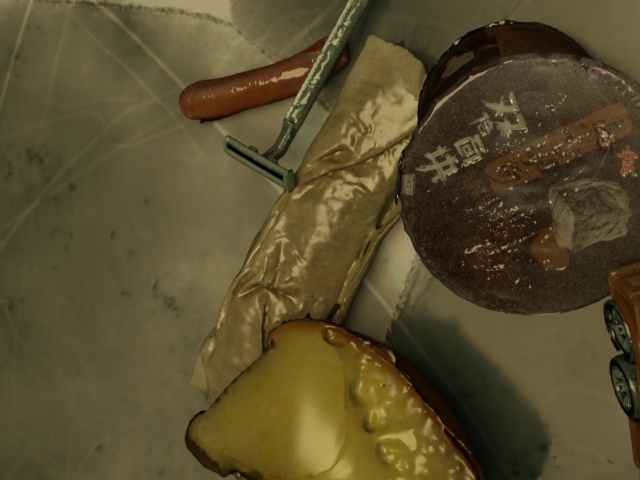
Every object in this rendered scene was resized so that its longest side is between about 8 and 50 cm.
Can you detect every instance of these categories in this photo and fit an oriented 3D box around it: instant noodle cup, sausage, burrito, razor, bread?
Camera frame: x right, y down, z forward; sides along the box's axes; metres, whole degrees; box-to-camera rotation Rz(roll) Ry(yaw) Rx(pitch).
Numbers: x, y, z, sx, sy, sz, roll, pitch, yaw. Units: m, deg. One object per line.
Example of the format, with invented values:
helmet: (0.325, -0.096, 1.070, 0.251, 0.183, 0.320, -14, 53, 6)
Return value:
instant noodle cup: (0.168, -0.075, 1.168, 0.218, 0.207, 0.217, 1, 112, 2)
sausage: (-0.055, -0.153, 1.363, 0.177, 0.047, 0.040, -16, 131, 20)
burrito: (0.000, 0.000, 1.330, 0.117, 0.076, 0.392, 33, 103, 16)
razor: (-0.004, -0.152, 1.312, 0.084, 0.036, 0.211, 32, 90, 30)
bread: (0.036, 0.193, 1.281, 0.262, 0.163, 0.204, 47, 106, 17)

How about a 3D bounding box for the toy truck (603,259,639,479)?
toy truck: (0.323, 0.158, 1.106, 0.136, 0.162, 0.305, -18, 120, -5)
